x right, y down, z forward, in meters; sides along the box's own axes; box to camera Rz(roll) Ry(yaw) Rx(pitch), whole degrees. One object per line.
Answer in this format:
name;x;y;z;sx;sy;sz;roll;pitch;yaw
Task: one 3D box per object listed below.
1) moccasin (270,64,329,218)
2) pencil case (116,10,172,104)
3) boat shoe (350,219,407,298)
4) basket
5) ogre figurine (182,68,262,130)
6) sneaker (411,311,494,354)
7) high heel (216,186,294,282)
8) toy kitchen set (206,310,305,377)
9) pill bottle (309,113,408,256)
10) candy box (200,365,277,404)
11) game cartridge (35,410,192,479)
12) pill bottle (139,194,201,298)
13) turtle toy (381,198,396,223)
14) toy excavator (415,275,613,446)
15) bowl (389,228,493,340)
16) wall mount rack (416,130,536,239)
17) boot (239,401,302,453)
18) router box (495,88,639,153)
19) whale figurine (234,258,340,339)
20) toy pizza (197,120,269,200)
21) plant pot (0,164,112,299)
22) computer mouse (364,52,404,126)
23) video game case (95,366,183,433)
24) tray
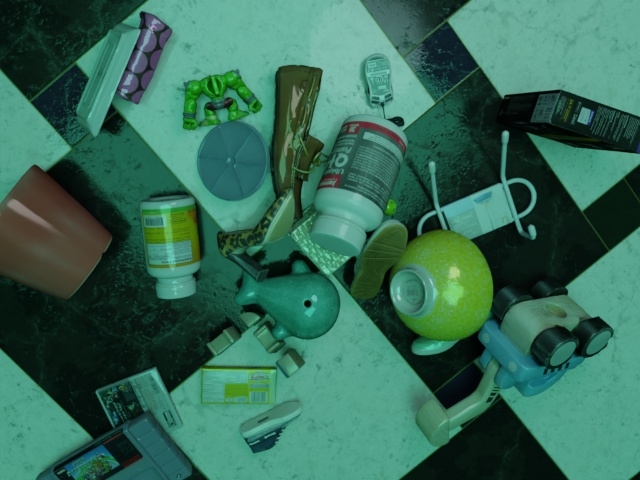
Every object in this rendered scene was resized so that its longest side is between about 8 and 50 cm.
moccasin;-0.047;-0.243;1.497;0.146;0.139;0.380;4;91;2
pencil case;-0.436;-0.439;1.433;0.098;0.095;0.209;32;98;29
boat shoe;0.138;0.033;1.525;0.098;0.096;0.277;12;134;-15
basket;0.000;0.000;1.554;0.113;0.103;0.167;-41;101;1
ogre figurine;-0.251;-0.350;1.467;0.196;0.097;0.118;-9;113;7
sneaker;0.344;0.204;1.633;0.255;0.094;0.151;-26;108;-11
high heel;-0.171;-0.049;1.488;0.186;0.093;0.261;37;113;28
toy kitchen set;-0.174;0.308;1.607;0.166;0.122;0.207;-39;82;2
pill bottle;0.086;-0.130;1.446;0.176;0.176;0.319;24;72;-10
candy box;-0.225;0.400;1.644;0.205;0.027;0.105;3;98;-7
game cartridge;-0.563;0.638;1.623;0.355;0.068;0.230;-31;113;1
pill bottle;-0.374;0.016;1.500;0.136;0.136;0.246;-4;101;-5
turtle toy;0.137;-0.076;1.573;0.130;0.066;0.095;-19;102;-2
toy excavator;0.503;0.355;1.612;0.432;0.222;0.445;-6;127;-29
bowl;0.267;0.120;1.497;0.156;0.289;0.290;-5;104;-42
wall mount rack;0.415;-0.107;1.566;0.349;0.130;0.304;-23;102;-2
boot;-0.125;0.523;1.665;0.189;0.069;0.086;-24;109;7
router box;0.608;-0.291;1.460;0.242;0.309;0.081;15;100;-10
whale figurine;-0.082;0.149;1.518;0.271;0.141;0.216;19;82;-1
toy pizza;-0.218;-0.200;1.504;0.201;0.032;0.202;1;92;17
plant pot;-0.656;-0.002;1.415;0.243;0.275;0.275;39;95;-22
computer mouse;0.156;-0.383;1.533;0.105;0.042;0.193;-8;107;0
video game case;-0.494;0.459;1.630;0.173;0.022;0.191;-21;103;-2
tray;-0.513;-0.388;1.409;0.030;0.145;0.271;19;100;-43
